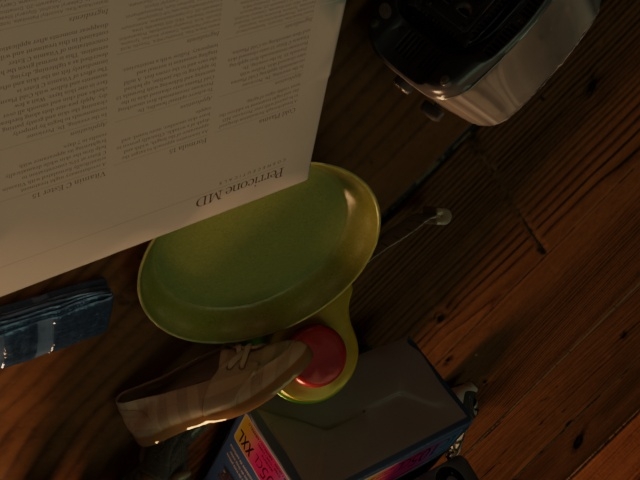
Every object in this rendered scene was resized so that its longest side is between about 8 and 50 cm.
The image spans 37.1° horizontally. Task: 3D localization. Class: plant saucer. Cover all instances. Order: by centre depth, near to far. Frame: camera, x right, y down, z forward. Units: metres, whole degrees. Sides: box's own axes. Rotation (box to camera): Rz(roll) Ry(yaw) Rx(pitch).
[{"bbox_3d":[-0.059,0.006,0.904,0.241,0.037,0.241,-17,141,-14],"label":"plant saucer"}]

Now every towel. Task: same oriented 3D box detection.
[{"bbox_3d":[-0.237,0.075,0.828,0.119,0.029,0.067,-19,143,-37],"label":"towel"}]

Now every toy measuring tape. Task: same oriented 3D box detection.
[{"bbox_3d":[0.032,0.089,1.081,0.330,0.121,0.121,-34,149,-15],"label":"toy measuring tape"}]

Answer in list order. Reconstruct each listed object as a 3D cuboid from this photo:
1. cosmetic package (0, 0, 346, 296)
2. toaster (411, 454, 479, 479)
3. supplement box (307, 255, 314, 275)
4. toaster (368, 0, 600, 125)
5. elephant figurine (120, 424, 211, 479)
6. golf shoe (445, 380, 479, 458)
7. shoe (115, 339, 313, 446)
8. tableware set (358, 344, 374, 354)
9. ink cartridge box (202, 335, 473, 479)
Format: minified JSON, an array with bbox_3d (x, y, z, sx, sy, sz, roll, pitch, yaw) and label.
[{"bbox_3d":[-0.158,-0.111,0.619,0.377,0.097,0.284,-23,143,-32],"label":"cosmetic package"},{"bbox_3d":[0.113,0.379,1.212,0.168,0.110,0.185,-16,149,-38],"label":"toaster"},{"bbox_3d":[0.000,0.000,1.006,0.055,0.043,0.083,-20,143,-32],"label":"supplement box"},{"bbox_3d":[0.159,-0.209,0.852,0.227,0.129,0.146,-50,154,8],"label":"toaster"},{"bbox_3d":[-0.204,0.318,1.075,0.186,0.169,0.239,-31,-178,41],"label":"elephant figurine"},{"bbox_3d":[0.240,0.316,1.672,0.094,0.077,0.198,-32,150,-19],"label":"golf shoe"},{"bbox_3d":[-0.112,0.147,0.978,0.219,0.058,0.076,-25,-162,14],"label":"shoe"},{"bbox_3d":[0.024,0.207,1.322,0.154,0.024,0.104,-42,150,-1],"label":"tableware set"},{"bbox_3d":[-0.012,0.323,1.266,0.270,0.151,0.395,-17,151,-35],"label":"ink cartridge box"}]
